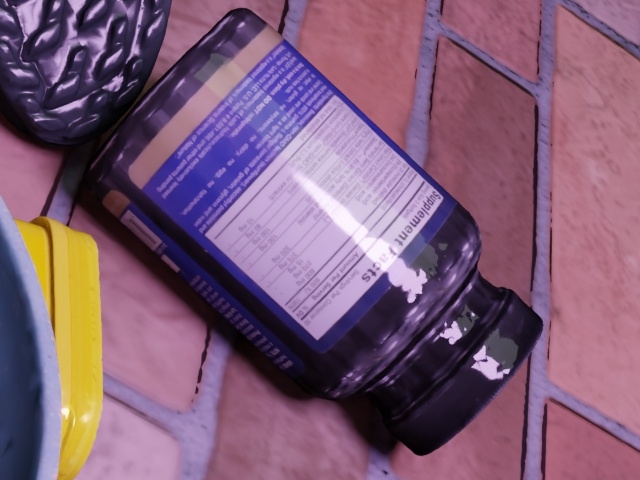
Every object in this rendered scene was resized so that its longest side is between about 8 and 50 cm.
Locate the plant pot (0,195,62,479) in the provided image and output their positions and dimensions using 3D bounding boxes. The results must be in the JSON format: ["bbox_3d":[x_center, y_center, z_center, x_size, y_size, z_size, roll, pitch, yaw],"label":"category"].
[{"bbox_3d":[-0.252,0.060,0.518,0.293,0.196,0.293,26,41,-25],"label":"plant pot"}]

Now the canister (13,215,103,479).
[{"bbox_3d":[-0.180,0.030,0.721,0.170,0.073,0.126,18,45,-29],"label":"canister"}]

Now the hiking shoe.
[{"bbox_3d":[-0.153,-0.191,0.921,0.113,0.132,0.304,-6,82,-26],"label":"hiking shoe"}]

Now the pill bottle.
[{"bbox_3d":[0.000,0.000,0.880,0.219,0.123,0.123,43,37,-4],"label":"pill bottle"}]
